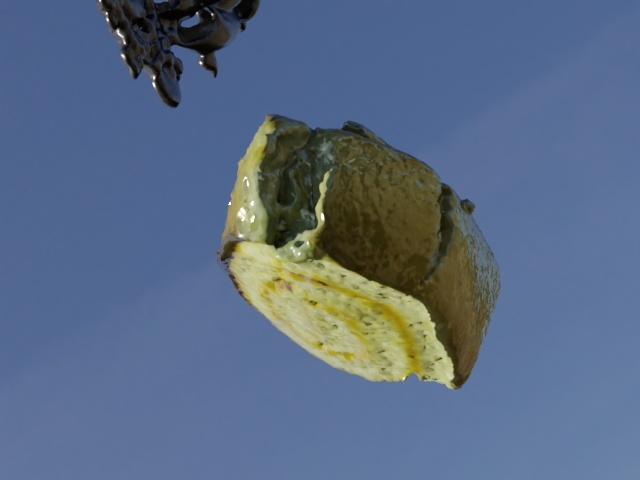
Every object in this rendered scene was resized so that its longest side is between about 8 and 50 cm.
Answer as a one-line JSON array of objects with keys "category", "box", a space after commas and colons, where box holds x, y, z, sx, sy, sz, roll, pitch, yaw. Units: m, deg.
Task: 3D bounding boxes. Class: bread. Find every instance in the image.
[{"category": "bread", "box": [0.027, 0.004, 1.243, 0.124, 0.186, 0.257, -65, -22, -18]}]

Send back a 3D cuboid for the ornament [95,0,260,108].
[{"category": "ornament", "box": [-0.096, -0.208, 1.146, 0.106, 0.260, 0.251, -18, -9, 15]}]
